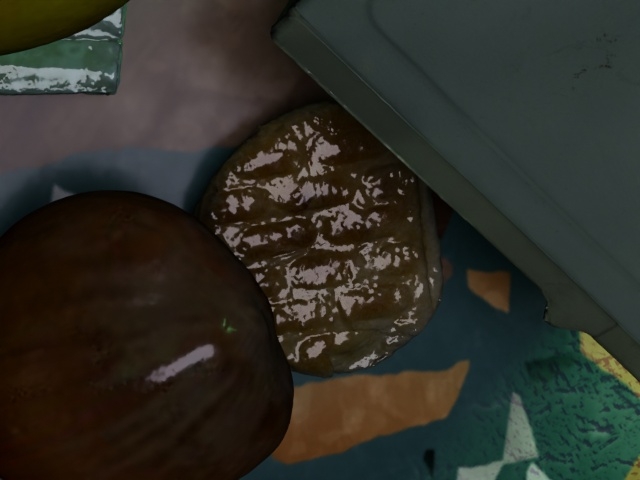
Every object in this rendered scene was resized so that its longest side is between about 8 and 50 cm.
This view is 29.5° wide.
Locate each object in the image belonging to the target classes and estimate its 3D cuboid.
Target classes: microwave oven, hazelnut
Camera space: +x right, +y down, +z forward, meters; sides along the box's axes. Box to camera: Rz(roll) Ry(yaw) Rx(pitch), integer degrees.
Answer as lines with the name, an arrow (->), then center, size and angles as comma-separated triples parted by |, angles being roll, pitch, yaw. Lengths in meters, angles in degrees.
microwave oven -> 0.200, -0.130, 0.756 | 0.355, 0.218, 0.286 | 41, 128, -16
hazelnut -> -0.126, 0.076, 0.743 | 0.186, 0.210, 0.210 | -28, 105, -16

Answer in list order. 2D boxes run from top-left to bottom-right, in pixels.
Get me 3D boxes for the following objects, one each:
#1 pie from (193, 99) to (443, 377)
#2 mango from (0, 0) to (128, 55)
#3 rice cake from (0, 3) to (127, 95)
pie -> 0.000, 0.000, 0.849 | 0.195, 0.046, 0.195 | -3, 99, -19
mango -> -0.286, -0.228, 0.609 | 0.445, 0.220, 0.301 | 7, 52, -6
rice cake -> -0.227, -0.147, 0.758 | 0.211, 0.038, 0.124 | 4, 97, -17
